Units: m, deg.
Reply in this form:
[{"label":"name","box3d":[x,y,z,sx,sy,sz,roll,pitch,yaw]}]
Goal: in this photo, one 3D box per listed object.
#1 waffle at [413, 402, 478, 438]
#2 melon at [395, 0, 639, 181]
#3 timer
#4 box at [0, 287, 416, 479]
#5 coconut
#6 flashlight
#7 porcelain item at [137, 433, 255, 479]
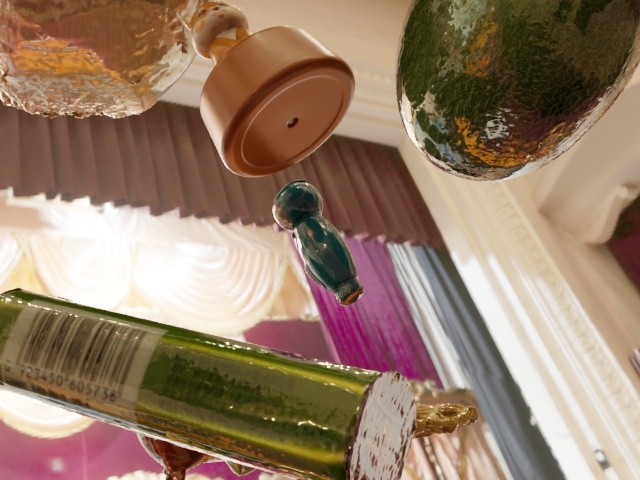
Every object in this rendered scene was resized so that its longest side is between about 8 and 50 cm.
[{"label":"waffle","box3d":[0.101,0.292,1.232,0.291,0.051,0.291,-7,-7,-1]},{"label":"melon","box3d":[0.153,-0.151,0.624,0.182,0.182,0.287,-6,-29,-20]},{"label":"timer","box3d":[-0.065,-0.152,0.668,0.132,0.152,0.132,-32,-23,-15]},{"label":"box","box3d":[-0.107,0.114,0.614,0.345,0.097,0.134,9,-18,26]},{"label":"coconut","box3d":[-0.322,-0.392,1.049,0.405,0.404,0.404,-13,-37,-10]},{"label":"flashlight","box3d":[0.000,0.000,0.710,0.051,0.129,0.051,-27,-25,-14]},{"label":"porcelain item","box3d":[-0.189,0.285,1.234,0.253,0.253,0.253,-13,-37,-10]}]
